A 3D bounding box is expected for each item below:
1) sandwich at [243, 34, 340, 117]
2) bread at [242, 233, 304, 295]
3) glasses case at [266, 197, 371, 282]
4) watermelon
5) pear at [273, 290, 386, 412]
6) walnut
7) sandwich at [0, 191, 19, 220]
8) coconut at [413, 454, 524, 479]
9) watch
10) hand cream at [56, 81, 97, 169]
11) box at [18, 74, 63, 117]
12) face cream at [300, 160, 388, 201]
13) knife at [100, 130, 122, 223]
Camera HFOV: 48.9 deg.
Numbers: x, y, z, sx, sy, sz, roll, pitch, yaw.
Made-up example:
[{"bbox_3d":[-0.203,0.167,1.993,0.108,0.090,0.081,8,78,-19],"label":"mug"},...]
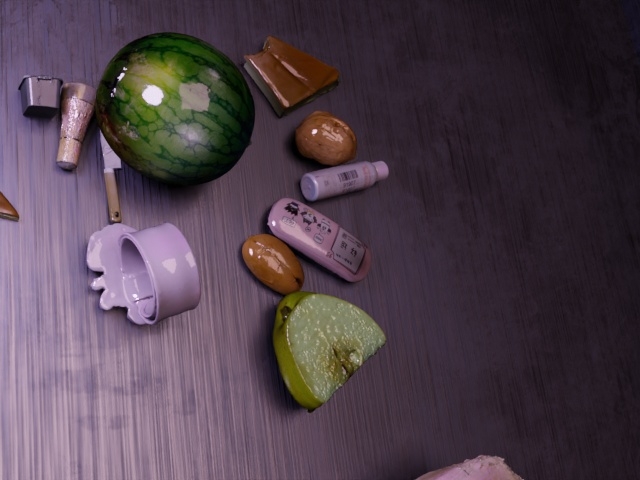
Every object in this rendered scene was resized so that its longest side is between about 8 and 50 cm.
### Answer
[{"bbox_3d":[-0.079,-0.485,1.971,0.245,0.063,0.212,-37,92,-36],"label":"sandwich"},{"bbox_3d":[-0.112,0.058,1.757,0.189,0.077,0.114,43,53,-8],"label":"bread"},{"bbox_3d":[0.000,0.000,1.839,0.314,0.075,0.122,33,61,-17],"label":"glasses case"},{"bbox_3d":[-0.321,-0.297,1.604,0.363,0.363,0.363,10,68,-27],"label":"watermelon"},{"bbox_3d":[-0.017,0.248,1.696,0.292,0.159,0.292,13,64,-28],"label":"pear"},{"bbox_3d":[0.019,-0.275,1.914,0.180,0.144,0.144,26,61,-11],"label":"walnut"},{"bbox_3d":[-0.678,-0.070,1.491,0.083,0.031,0.044,51,52,-3],"label":"sandwich"},{"bbox_3d":[0.311,0.716,1.592,0.405,0.404,0.404,10,68,-27],"label":"coconut"},{"bbox_3d":[-0.378,0.058,1.505,0.196,0.231,0.244,-19,87,-31],"label":"watch"},{"bbox_3d":[-0.559,-0.256,1.602,0.084,0.084,0.203,12,72,-27],"label":"hand cream"},{"bbox_3d":[-0.621,-0.317,1.564,0.084,0.122,0.069,-2,86,-30],"label":"box"},{"bbox_3d":[0.074,-0.171,1.939,0.269,0.082,0.082,-17,82,-33],"label":"face cream"},{"bbox_3d":[-0.488,-0.177,1.651,0.047,0.017,0.297,-2,71,-33],"label":"knife"}]
